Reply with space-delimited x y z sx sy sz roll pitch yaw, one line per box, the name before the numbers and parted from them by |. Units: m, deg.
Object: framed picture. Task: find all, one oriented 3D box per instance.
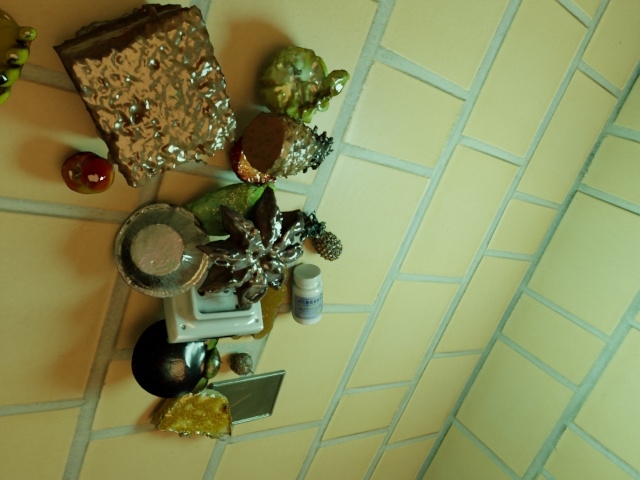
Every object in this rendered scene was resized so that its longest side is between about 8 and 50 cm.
framed picture | -0.270 0.562 1.751 0.290 0.016 0.213 0 117 -38

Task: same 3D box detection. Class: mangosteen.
mangosteen | -0.388 0.320 1.363 0.243 0.243 0.242 -19 127 -28

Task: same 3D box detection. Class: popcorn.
popcorn | -0.040 -0.383 1.221 0.198 0.213 0.197 13 90 -76

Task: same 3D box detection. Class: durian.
durian | -0.230 -0.078 1.291 0.251 0.101 0.139 -13 154 -3
durian | -0.251 0.404 1.618 0.091 0.080 0.080 38 91 -2

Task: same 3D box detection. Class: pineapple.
pineapple | -0.062 -0.230 1.235 0.279 0.158 0.157 -8 123 -59
pineapple | -0.001 -0.001 1.561 0.103 0.083 0.221 -47 133 -5

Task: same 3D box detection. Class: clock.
clock | -0.281 0.141 1.329 0.263 0.230 0.116 1 157 -38

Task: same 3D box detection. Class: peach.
peach | -0.500 -0.145 1.079 0.101 0.101 0.100 -19 127 -28

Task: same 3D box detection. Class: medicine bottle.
medicine bottle | -0.043 0.176 1.625 0.103 0.103 0.186 -18 127 -29

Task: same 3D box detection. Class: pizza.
pizza | -0.383 0.564 1.612 0.297 0.071 0.189 34 93 -34

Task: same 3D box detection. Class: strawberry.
strawberry | -0.168 -0.213 1.294 0.145 0.086 0.145 -20 126 -30

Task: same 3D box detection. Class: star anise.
star anise | -0.158 0.028 1.242 0.332 0.118 0.331 -29 135 -33

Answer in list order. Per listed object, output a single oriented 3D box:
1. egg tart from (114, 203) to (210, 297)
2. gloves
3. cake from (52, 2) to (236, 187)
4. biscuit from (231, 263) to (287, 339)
egg tart | -0.382 0.024 1.199 0.235 0.094 0.233 0 90 -4
gloves | -0.528 -0.306 0.808 0.116 0.294 0.132 15 107 -44
cake | -0.340 -0.296 0.966 0.256 0.290 0.281 -31 131 -21
biscuit | -0.190 0.182 1.557 0.186 0.044 0.294 11 111 -45
